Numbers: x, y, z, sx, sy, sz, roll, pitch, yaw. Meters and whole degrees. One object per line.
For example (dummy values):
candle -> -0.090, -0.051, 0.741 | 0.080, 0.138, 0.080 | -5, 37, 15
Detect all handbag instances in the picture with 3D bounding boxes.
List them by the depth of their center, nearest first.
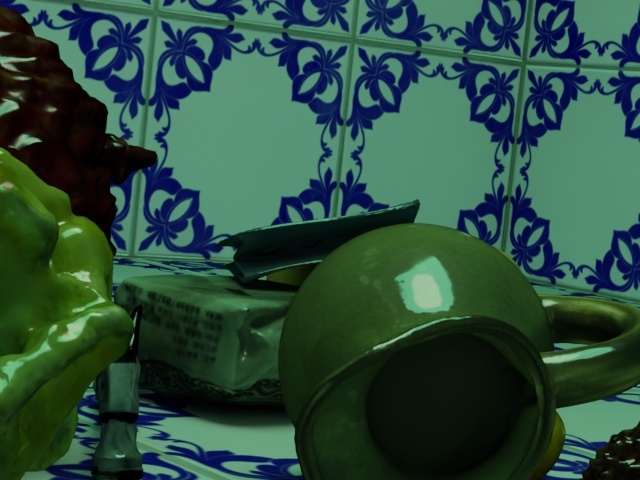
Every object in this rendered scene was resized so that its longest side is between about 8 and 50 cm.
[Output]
handbag -> 0.000, 0.000, 2.096 | 0.221, 0.057, 0.144 | -11, 2, -12

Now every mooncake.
mooncake -> -0.078, 0.114, 2.031 | 0.254, 0.136, 0.250 | 11, 4, 44

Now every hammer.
hammer -> -0.198, 0.146, 1.740 | 0.044, 0.152, 0.427 | 1, -6, -8

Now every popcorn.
popcorn -> -0.291, 0.077, 1.276 | 0.312, 0.312, 0.312 | 6, 4, 0

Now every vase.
vase -> 0.131, 0.108, 1.550 | 0.329, 0.241, 0.302 | -12, 12, -3

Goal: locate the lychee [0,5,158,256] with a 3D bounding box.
lychee -> -0.366, -0.035, 1.623 | 0.500, 0.425, 0.424 | -18, 19, -38

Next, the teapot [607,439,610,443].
teapot -> 0.325, 0.195, 1.445 | 0.208, 0.166, 0.299 | -40, -27, 26

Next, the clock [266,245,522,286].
clock -> 0.078, 0.096, 2.219 | 0.317, 0.200, 0.244 | 5, 0, 39

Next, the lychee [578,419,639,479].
lychee -> 0.249, 0.190, 1.199 | 0.188, 0.188, 0.188 | 6, 4, 0

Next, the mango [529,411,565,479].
mango -> 0.177, 0.187, 1.758 | 0.115, 0.089, 0.165 | -3, -1, 9
